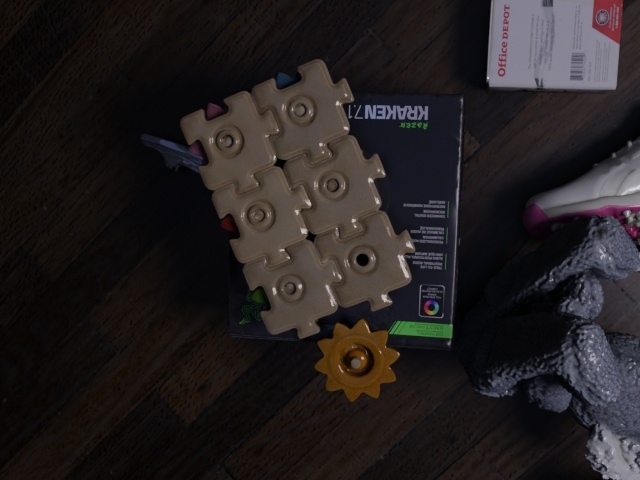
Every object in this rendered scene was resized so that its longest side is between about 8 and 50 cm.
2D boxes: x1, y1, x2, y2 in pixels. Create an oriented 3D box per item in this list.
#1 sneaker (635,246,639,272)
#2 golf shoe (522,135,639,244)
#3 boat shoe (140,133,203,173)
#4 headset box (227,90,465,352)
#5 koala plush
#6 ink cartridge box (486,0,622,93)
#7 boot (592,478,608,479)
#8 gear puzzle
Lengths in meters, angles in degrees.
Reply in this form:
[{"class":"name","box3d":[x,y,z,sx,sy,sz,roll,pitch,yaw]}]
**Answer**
[{"class":"sneaker","box3d":[0.369,0.025,0.895,0.109,0.040,0.044,-12,94,11]},{"class":"golf shoe","box3d":[0.364,-0.076,0.868,0.306,0.115,0.140,-12,67,13]},{"class":"boat shoe","box3d":[-0.172,-0.099,0.979,0.100,0.035,0.035,20,95,1]},{"class":"headset box","box3d":[0.030,-0.017,0.902,0.246,0.131,0.283,3,96,10]},{"class":"koala plush","box3d":[0.275,0.127,0.839,0.221,0.196,0.203,37,142,-16]},{"class":"ink cartridge box","box3d":[0.250,-0.212,0.886,0.135,0.056,0.099,4,95,9]},{"class":"boot","box3d":[0.435,0.208,0.849,0.264,0.096,0.281,15,78,29]},{"class":"gear puzzle","box3d":[0.000,0.000,0.824,0.175,0.044,0.339,-22,94,10]}]
